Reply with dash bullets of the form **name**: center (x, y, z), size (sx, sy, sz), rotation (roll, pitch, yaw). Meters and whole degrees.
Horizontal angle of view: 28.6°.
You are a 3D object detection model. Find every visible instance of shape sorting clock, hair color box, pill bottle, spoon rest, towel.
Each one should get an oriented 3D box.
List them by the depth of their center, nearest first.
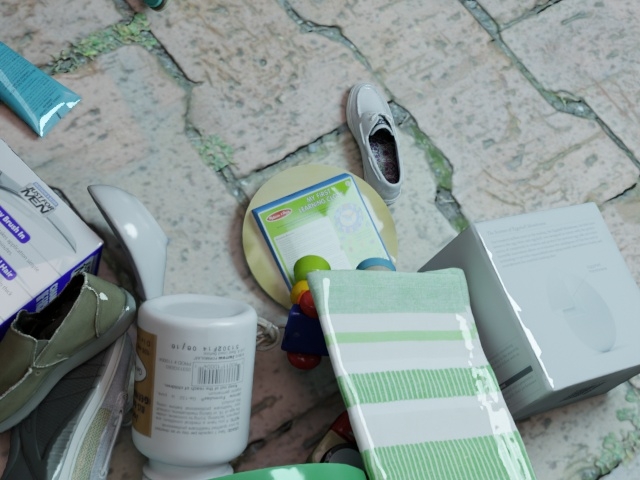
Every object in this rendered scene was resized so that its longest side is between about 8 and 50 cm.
- **towel**: center (0.125, 0.181, 1.382), size (0.248, 0.038, 0.325), rotation (1, 64, -43)
- **pill bottle**: center (-0.142, 0.183, 1.387), size (0.131, 0.131, 0.229), rotation (2, 100, -15)
- **hair color box**: center (-0.434, 0.058, 1.425), size (0.185, 0.110, 0.339), rotation (44, 63, 9)
- **spoon rest**: center (-0.195, 0.047, 1.498), size (0.084, 0.137, 0.276), rotation (-39, 93, -10)
- **shape sorting clock**: center (0.000, 0.000, 1.614), size (0.206, 0.040, 0.206), rotation (4, 76, -16)

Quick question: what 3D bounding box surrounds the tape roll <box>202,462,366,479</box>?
- **tape roll**: center (-0.100, 0.311, 1.275), size (0.321, 0.321, 0.077), rotation (-7, 66, -19)

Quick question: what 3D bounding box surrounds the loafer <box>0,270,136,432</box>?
- **loafer**: center (-0.325, 0.119, 1.385), size (0.251, 0.087, 0.094), rotation (-40, 37, -5)

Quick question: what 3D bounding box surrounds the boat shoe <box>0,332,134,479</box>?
- **boat shoe**: center (-0.276, 0.237, 1.393), size (0.103, 0.118, 0.320), rotation (47, 45, -43)

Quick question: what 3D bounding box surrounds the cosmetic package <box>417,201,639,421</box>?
- **cosmetic package**: center (0.278, 0.089, 1.573), size (0.224, 0.138, 0.225), rotation (-9, 68, -36)

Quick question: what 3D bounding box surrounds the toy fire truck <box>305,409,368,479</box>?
- **toy fire truck**: center (0.128, 0.245, 1.490), size (0.217, 0.158, 0.246), rotation (36, 71, 4)

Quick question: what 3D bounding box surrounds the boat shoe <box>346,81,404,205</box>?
- **boat shoe**: center (0.077, -0.140, 1.691), size (0.066, 0.063, 0.184), rotation (3, 65, -15)

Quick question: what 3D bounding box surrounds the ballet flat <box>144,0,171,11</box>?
- **ballet flat**: center (-0.232, -0.421, 1.735), size (0.086, 0.086, 0.248), rotation (-16, 69, -22)

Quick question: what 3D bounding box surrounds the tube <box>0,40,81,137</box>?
- **tube**: center (-0.411, -0.221, 1.602), size (0.207, 0.052, 0.080), rotation (38, 66, -2)

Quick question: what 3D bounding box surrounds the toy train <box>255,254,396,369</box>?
- **toy train**: center (-0.017, 0.072, 1.510), size (0.248, 0.105, 0.143), rotation (8, 38, -8)
